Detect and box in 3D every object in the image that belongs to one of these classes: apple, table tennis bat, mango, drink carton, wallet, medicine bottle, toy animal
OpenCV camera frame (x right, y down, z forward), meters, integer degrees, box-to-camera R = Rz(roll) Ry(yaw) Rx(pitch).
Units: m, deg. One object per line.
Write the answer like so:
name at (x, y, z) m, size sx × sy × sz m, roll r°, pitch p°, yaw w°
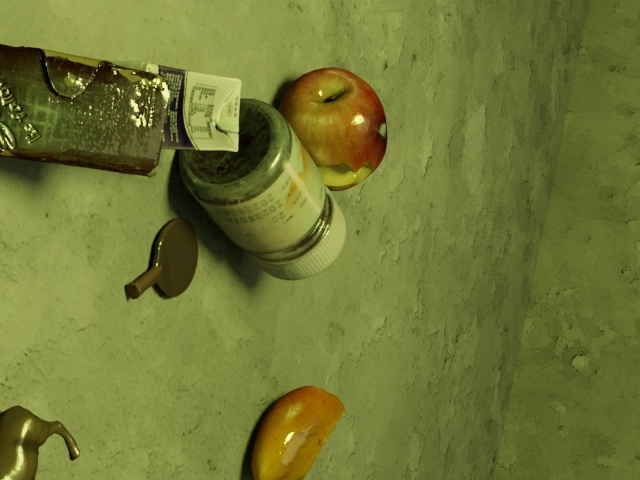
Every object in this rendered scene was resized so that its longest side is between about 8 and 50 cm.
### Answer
apple at (0.016, -0.166, 1.945) m, size 0.199 × 0.199 × 0.199 m, roll -24°, pitch 117°, yaw -61°
table tennis bat at (-0.164, 0.039, 1.670) m, size 0.170 × 0.119 × 0.107 m, roll -43°, pitch 133°, yaw -56°
mango at (-0.046, 0.318, 2.006) m, size 0.217 × 0.102 × 0.141 m, roll -49°, pitch 161°, yaw -46°
drink carton at (-0.205, -0.161, 1.521) m, size 0.222 × 0.134 × 0.102 m, roll -7°, pitch 99°, yaw -64°
wallet at (-0.277, -0.141, 1.340) m, size 0.232 × 0.031 × 0.122 m, roll 7°, pitch 92°, yaw -25°
medicine bottle at (-0.076, -0.067, 1.777) m, size 0.273 × 0.165 × 0.165 m, roll 52°, pitch 50°, yaw -55°
toy animal at (-0.360, 0.281, 1.367) m, size 0.186 × 0.094 × 0.214 m, roll 55°, pitch 40°, yaw -60°
